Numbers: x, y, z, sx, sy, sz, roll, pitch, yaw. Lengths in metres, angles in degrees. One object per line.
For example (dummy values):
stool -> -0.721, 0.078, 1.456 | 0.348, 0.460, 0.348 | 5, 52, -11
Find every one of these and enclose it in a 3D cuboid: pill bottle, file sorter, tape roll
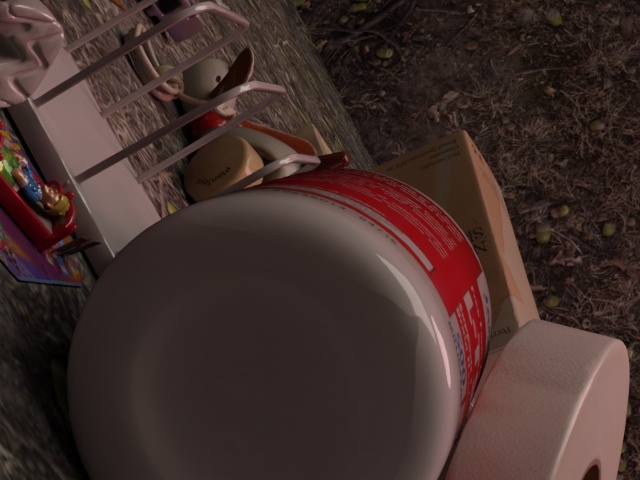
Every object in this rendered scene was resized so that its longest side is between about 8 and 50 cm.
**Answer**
pill bottle -> -0.001, 0.067, 0.991 | 0.229, 0.229, 0.407 | 61, 13, 0
file sorter -> -0.141, -0.134, 1.125 | 0.278, 0.173, 0.193 | 62, 8, 2
tape roll -> 0.146, 0.254, 1.068 | 0.392, 0.072, 0.392 | 14, 90, -71

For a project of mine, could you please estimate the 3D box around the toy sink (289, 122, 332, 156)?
toy sink -> 0.000, 0.000, 1.687 | 0.153, 0.131, 0.234 | 54, 11, -37

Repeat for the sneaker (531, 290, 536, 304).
sneaker -> 0.184, 0.253, 1.724 | 0.258, 0.169, 0.447 | 69, 28, -23

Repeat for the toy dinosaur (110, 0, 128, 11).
toy dinosaur -> -0.269, -0.302, 1.380 | 0.211, 0.064, 0.112 | 33, 46, -55

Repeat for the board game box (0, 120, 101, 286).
board game box -> -0.194, -0.037, 0.952 | 0.133, 0.033, 0.168 | 62, 8, 9

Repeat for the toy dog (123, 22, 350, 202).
toy dog -> -0.066, -0.117, 1.574 | 0.334, 0.161, 0.220 | 65, 9, 28

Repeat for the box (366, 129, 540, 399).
box -> 0.145, 0.046, 1.559 | 0.121, 0.148, 0.311 | 52, 19, -44

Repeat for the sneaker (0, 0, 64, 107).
sneaker -> -0.264, -0.163, 0.792 | 0.153, 0.094, 0.235 | 43, 19, 32

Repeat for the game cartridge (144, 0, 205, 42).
game cartridge -> -0.270, -0.431, 1.775 | 0.355, 0.068, 0.230 | 53, 8, -45

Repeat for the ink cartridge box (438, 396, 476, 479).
ink cartridge box -> 0.059, 0.185, 1.241 | 0.128, 0.176, 0.127 | 56, 9, -33
